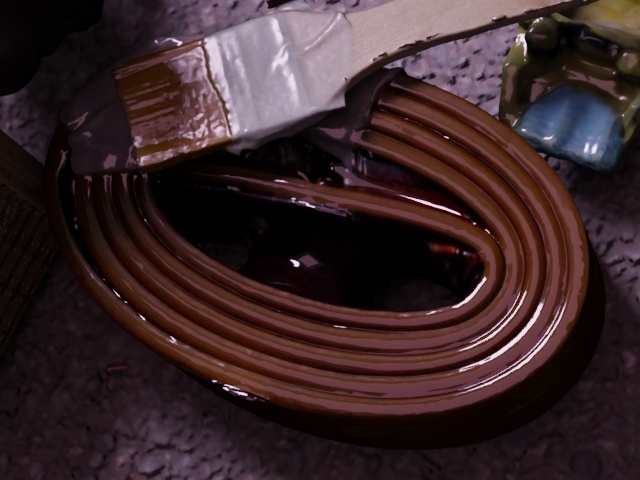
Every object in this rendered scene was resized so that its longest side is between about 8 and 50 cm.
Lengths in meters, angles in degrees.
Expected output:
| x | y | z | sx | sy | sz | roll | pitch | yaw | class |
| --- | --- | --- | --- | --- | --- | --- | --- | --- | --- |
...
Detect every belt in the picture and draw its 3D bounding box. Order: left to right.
| x | y | z | sx | sy | sz | roll | pitch | yaw | class |
| --- | --- | --- | --- | --- | --- | --- | --- | --- | --- |
| 0.000 | 0.000 | 1.161 | 0.338 | 0.122 | 0.217 | 18 | 80 | 17 | belt |

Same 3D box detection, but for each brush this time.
| x | y | z | sx | sy | sz | roll | pitch | yaw | class |
| --- | --- | --- | --- | --- | --- | --- | --- | --- | --- |
| 0.047 | -0.121 | 1.118 | 0.336 | 0.020 | 0.085 | -18 | 68 | 1 | brush |

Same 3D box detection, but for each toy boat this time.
| x | y | z | sx | sy | sz | roll | pitch | yaw | class |
| --- | --- | --- | --- | --- | --- | --- | --- | --- | --- |
| 0.193 | -0.177 | 1.172 | 0.111 | 0.084 | 0.276 | 20 | 93 | 18 | toy boat |

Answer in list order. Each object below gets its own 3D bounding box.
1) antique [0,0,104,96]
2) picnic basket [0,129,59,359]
| x | y | z | sx | sy | sz | roll | pitch | yaw | class |
| --- | --- | --- | --- | --- | --- | --- | --- | --- | --- |
| -0.244 | -0.227 | 1.088 | 0.185 | 0.322 | 0.255 | -45 | 33 | 13 | antique |
| -0.332 | -0.047 | 1.195 | 0.313 | 0.228 | 0.175 | 24 | 83 | 18 | picnic basket |
